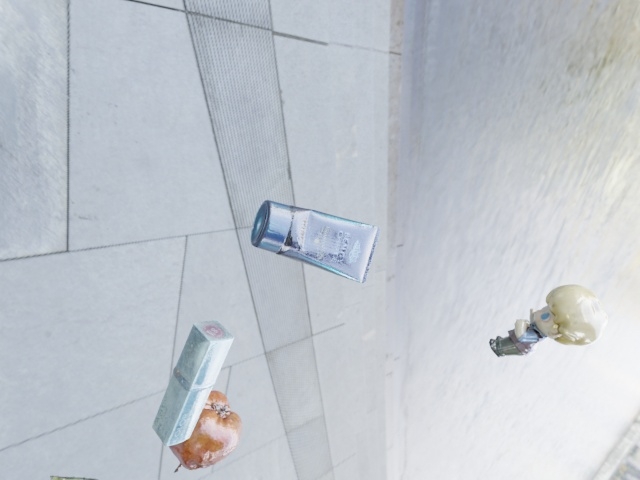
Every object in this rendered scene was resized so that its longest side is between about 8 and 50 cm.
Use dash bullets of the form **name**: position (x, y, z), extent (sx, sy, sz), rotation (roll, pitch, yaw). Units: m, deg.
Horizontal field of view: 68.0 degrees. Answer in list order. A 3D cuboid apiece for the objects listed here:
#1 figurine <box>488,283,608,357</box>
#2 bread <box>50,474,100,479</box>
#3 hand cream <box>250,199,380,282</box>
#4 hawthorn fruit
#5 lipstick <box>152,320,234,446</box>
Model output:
- **figurine**: position (0.400, 0.150, 0.846), extent (0.114, 0.108, 0.196), rotation (8, 149, -45)
- **bread**: position (-0.572, 0.760, 1.139), extent (0.395, 0.239, 0.264), rotation (93, 7, -47)
- **hand cream**: position (0.000, 0.000, 0.900), extent (0.270, 0.061, 0.120), rotation (16, 89, -35)
- **hawthorn fruit**: position (-0.344, 0.561, 1.345), extent (0.243, 0.207, 0.207), rotation (-55, 142, 7)
- **lipstick**: position (-0.283, 0.315, 1.037), extent (0.077, 0.076, 0.290), rotation (3, 116, -55)
